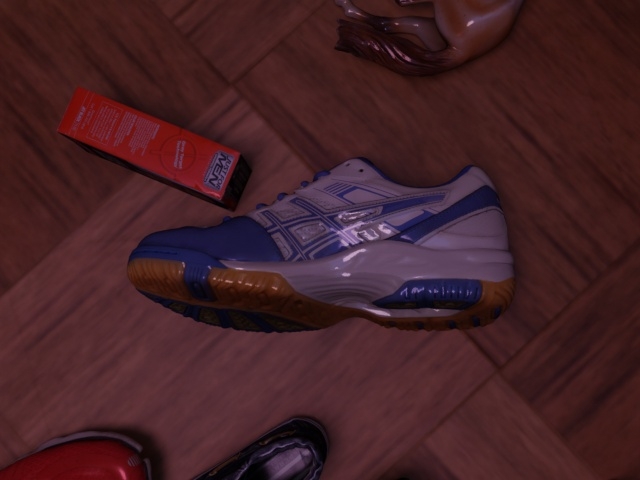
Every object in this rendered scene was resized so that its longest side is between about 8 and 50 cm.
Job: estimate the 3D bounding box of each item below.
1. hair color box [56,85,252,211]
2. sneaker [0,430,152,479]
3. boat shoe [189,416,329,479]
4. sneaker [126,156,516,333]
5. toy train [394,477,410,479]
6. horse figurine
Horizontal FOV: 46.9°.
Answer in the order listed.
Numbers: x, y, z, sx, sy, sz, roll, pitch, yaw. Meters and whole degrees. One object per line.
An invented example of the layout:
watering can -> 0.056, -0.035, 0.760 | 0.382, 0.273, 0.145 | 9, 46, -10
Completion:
hair color box -> -0.132, -0.072, 0.603 | 0.141, 0.072, 0.043 | 22, 85, 5
sneaker -> -0.261, 0.230, 0.556 | 0.279, 0.118, 0.107 | -21, 85, 0
boat shoe -> -0.073, 0.204, 0.569 | 0.183, 0.083, 0.065 | -40, 84, -2
sneaker -> 0.000, 0.000, 0.590 | 0.297, 0.112, 0.130 | 2, 67, 1
toy train -> -0.013, 0.319, 0.538 | 0.334, 0.142, 0.190 | -28, 72, 1
horse figurine -> 0.124, -0.228, 0.613 | 0.175, 0.066, 0.263 | 36, 85, 11
